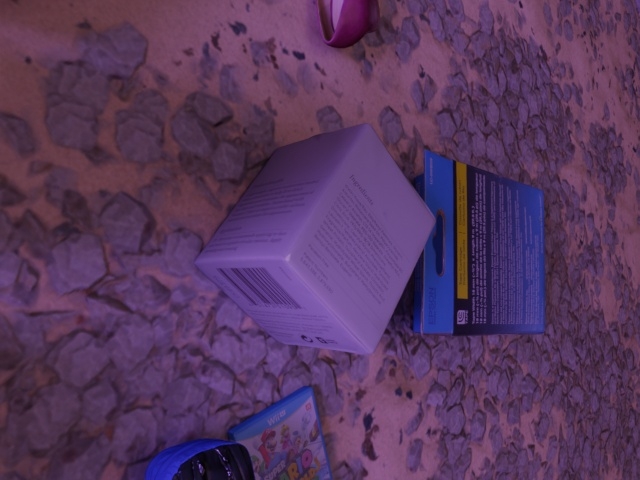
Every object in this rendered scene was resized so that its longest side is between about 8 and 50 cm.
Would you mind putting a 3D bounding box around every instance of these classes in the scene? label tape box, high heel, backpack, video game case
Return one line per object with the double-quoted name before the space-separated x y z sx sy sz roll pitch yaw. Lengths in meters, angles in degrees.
"label tape box" 0.214 0.020 0.822 0.334 0.106 0.240 9 80 -42
"high heel" 0.011 -0.367 0.678 0.117 0.082 0.244 -42 128 -48
"backpack" -0.113 0.244 0.497 0.098 0.101 0.120 -6 87 -46
"video game case" -0.037 0.268 0.627 0.119 0.015 0.166 -19 99 -43

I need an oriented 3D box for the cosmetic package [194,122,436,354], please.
"cosmetic package" 0.000 0.000 0.589 0.151 0.151 0.183 50 57 -30
